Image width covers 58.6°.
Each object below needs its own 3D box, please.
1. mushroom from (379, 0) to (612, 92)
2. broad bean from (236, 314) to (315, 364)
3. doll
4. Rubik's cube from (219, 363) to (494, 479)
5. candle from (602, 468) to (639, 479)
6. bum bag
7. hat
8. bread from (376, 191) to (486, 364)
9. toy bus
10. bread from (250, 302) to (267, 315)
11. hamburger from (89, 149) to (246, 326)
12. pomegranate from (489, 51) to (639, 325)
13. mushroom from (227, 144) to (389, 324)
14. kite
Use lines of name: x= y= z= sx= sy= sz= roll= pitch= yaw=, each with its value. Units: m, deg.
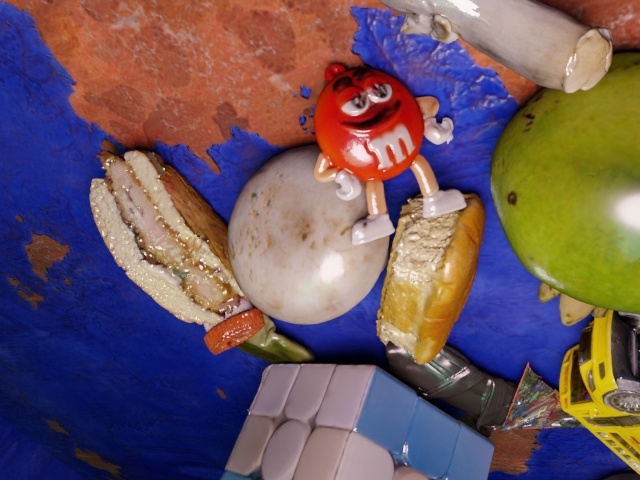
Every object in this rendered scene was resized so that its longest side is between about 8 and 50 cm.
mushroom: x=0.146 y=-0.228 z=0.543 sx=0.278 sy=0.099 sz=0.096 roll=36 pitch=176 yaw=9
broad bean: x=-0.110 y=0.201 z=1.138 sx=0.207 sy=0.072 sz=0.153 roll=43 pitch=150 yaw=-23
doll: x=0.074 y=-0.118 z=0.674 sx=0.085 sy=0.183 sz=0.217 roll=153 pitch=96 yaw=-75
Rubik's cube: x=0.052 y=0.449 z=1.042 sx=0.344 sy=0.346 sz=0.347 roll=36 pitch=153 yaw=-25
candle: x=0.679 y=0.595 z=1.074 sx=0.343 sy=0.221 sz=0.221 roll=34 pitch=137 yaw=-15
bum bag: x=0.253 y=0.269 z=1.033 sx=0.326 sy=0.079 sz=0.142 roll=30 pitch=127 yaw=-8
hat: x=-0.177 y=0.111 z=1.030 sx=0.162 sy=0.112 sz=0.093 roll=61 pitch=176 yaw=16
bread: x=0.149 y=0.048 z=0.786 sx=0.121 sy=0.174 sz=0.245 roll=14 pitch=136 yaw=6
toy bus: x=0.476 y=0.242 z=0.858 sx=0.330 sy=0.144 sz=0.152 roll=41 pitch=140 yaw=-21
bread: x=-0.098 y=0.102 z=1.051 sx=0.083 sy=0.046 sz=0.081 roll=-21 pitch=120 yaw=40
hamburger: x=-0.229 y=-0.002 z=0.922 sx=0.155 sy=0.245 sz=0.282 roll=-31 pitch=73 yaw=15
pomegranate: x=0.329 y=-0.010 z=0.613 sx=0.310 sy=0.216 sz=0.358 roll=13 pitch=138 yaw=9
mushroom: x=0.000 y=0.000 z=0.795 sx=0.244 sy=0.243 sz=0.243 roll=13 pitch=137 yaw=12
kite: x=0.391 y=0.287 z=0.994 sx=0.189 sy=0.009 sz=0.232 roll=-39 pitch=120 yaw=23
